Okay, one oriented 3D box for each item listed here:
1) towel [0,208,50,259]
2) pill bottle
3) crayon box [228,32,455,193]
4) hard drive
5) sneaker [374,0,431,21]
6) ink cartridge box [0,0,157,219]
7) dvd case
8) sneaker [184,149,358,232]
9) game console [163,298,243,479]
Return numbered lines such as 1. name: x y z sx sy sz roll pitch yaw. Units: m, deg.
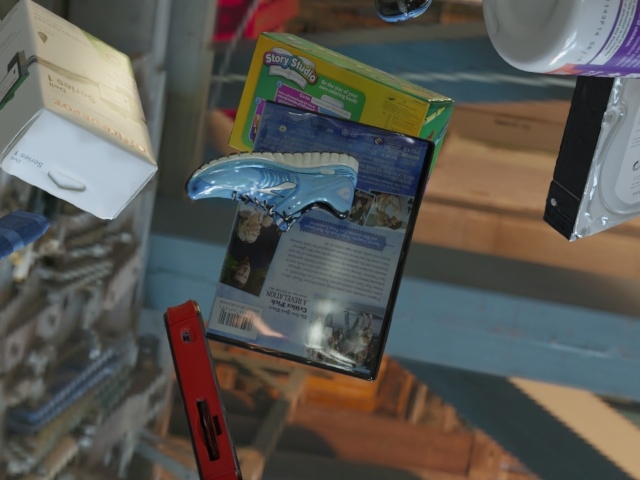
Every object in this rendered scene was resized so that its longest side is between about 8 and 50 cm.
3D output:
1. towel: -0.376 0.003 1.516 0.119 0.067 0.029 -34 122 -39
2. pill bottle: 0.214 -0.160 0.863 0.108 0.193 0.108 2 -88 62
3. crayon box: 0.023 -0.158 1.750 0.081 0.278 0.165 -14 126 -59
4. hard drive: 0.405 -0.174 1.581 0.237 0.064 0.339 -18 133 -31
5. sneaker: 0.085 -0.325 1.502 0.078 0.067 0.188 60 22 -50
6. ink cartridge box: -0.283 -0.148 1.462 0.092 0.160 0.219 -45 -139 22
7. dvd case: 0.000 0.000 1.322 0.022 0.180 0.253 70 35 -86
8. sneaker: -0.045 -0.044 1.205 0.063 0.162 0.073 130 -41 -84
9. game console: -0.158 0.315 1.915 0.342 0.060 0.386 86 -11 -51
